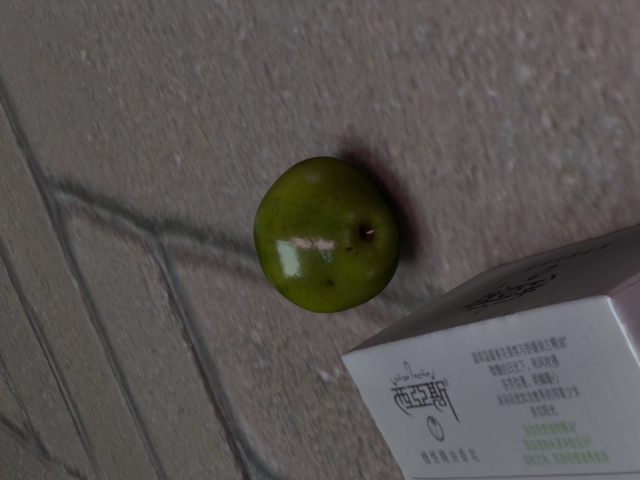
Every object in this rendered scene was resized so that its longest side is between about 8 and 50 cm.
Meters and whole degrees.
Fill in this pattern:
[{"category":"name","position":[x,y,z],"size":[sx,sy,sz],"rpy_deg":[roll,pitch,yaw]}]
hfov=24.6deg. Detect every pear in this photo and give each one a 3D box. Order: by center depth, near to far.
[{"category":"pear","position":[0.000,0.000,0.868],"size":[0.092,0.092,0.097],"rpy_deg":[62,155,-2]}]

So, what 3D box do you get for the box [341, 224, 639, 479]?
[{"category":"box","position":[0.140,0.102,0.674],"size":[0.194,0.111,0.260],"rpy_deg":[63,158,-3]}]
